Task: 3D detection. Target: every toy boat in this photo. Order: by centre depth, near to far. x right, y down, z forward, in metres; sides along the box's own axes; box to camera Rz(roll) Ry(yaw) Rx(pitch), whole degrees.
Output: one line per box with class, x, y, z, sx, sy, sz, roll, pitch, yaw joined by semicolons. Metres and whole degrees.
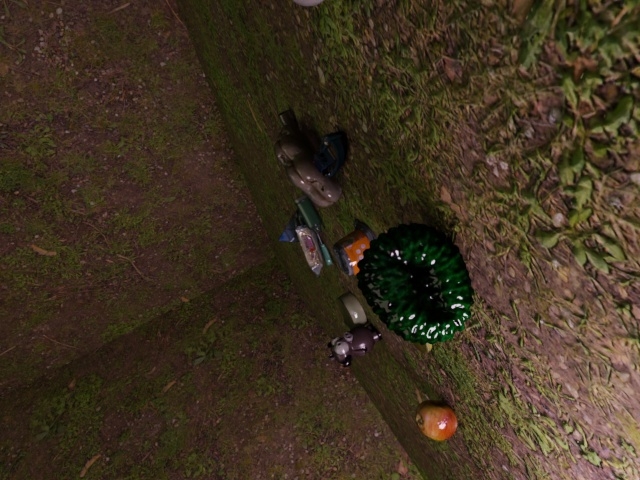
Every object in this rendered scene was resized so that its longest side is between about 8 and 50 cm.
toy boat;0.021;-0.262;1.313;0.100;0.097;0.223;57;168;10

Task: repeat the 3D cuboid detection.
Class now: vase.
vase;-0.116;-0.434;1.607;0.100;0.053;0.053;63;169;-26

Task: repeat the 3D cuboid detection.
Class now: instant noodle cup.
instant noodle cup;0.122;0.043;1.472;0.208;0.126;0.177;55;166;33

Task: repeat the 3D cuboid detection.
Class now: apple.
apple;0.412;0.643;1.524;0.146;0.147;0.146;57;166;22

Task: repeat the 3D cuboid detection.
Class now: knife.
knife;0.000;0.000;2.115;0.063;0.035;0.260;47;-158;-88

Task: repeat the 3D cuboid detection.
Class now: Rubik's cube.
Rubik's cube;-0.125;-0.024;2.221;0.190;0.178;0.211;50;164;34

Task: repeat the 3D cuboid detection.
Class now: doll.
doll;0.151;0.475;1.955;0.182;0.258;0.117;-139;32;-60

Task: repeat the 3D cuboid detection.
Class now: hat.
hat;0.213;0.104;1.043;0.332;0.242;0.274;59;-165;-85

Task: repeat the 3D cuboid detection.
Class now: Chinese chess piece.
Chinese chess piece;0.154;0.345;2.093;0.188;0.083;0.188;59;164;27

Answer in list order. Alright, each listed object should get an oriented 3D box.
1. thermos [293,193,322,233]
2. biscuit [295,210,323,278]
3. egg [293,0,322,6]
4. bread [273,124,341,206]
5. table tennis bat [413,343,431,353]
thermos;-0.053;-0.115;1.950;0.073;0.083;0.187;-25;95;56
biscuit;-0.052;0.016;2.092;0.186;0.079;0.309;-89;-18;-61
egg;-0.025;-0.544;0.889;0.135;0.103;0.103;39;154;59
bread;-0.062;-0.265;1.472;0.337;0.102;0.183;59;-158;17
table tennis bat;0.297;0.247;1.387;0.224;0.054;0.368;58;171;25
